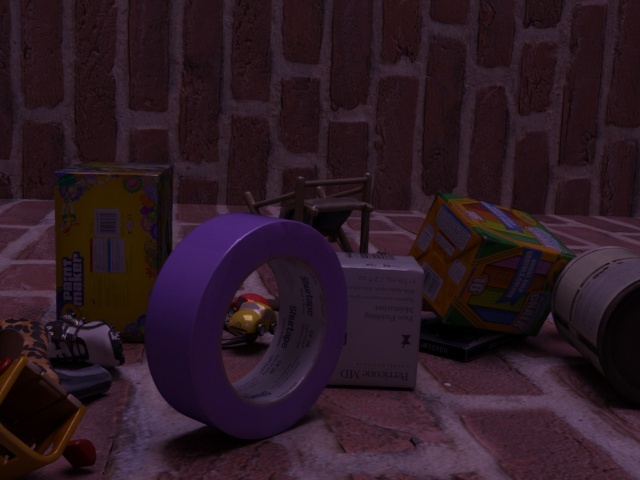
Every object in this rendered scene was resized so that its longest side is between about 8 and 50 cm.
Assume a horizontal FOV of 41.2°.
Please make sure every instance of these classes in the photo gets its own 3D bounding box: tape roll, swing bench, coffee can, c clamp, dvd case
[{"bbox_3d":[-0.086,0.105,1.075,0.090,0.275,0.274,10,11,40],"label":"tape roll"},{"bbox_3d":[0.000,0.000,1.795,0.165,0.255,0.253,-13,-2,39],"label":"swing bench"},{"bbox_3d":[0.501,0.127,1.354,0.201,0.202,0.275,3,9,0],"label":"coffee can"},{"bbox_3d":[-0.166,0.160,1.520,0.137,0.022,0.160,-2,9,-27],"label":"c clamp"},{"bbox_3d":[0.251,0.169,1.569,0.179,0.030,0.238,10,11,39],"label":"dvd case"}]

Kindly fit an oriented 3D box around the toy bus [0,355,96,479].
[{"bbox_3d":[-0.346,0.205,0.887,0.190,0.202,0.104,11,40,7],"label":"toy bus"}]

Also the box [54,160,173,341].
[{"bbox_3d":[-0.367,0.009,1.558,0.177,0.290,0.279,1,8,-4],"label":"box"}]

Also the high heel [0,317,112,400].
[{"bbox_3d":[-0.437,0.166,1.148,0.261,0.093,0.186,16,7,20],"label":"high heel"}]

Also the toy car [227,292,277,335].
[{"bbox_3d":[-0.054,0.137,1.522,0.224,0.053,0.239,9,2,-6],"label":"toy car"}]

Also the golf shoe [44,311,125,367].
[{"bbox_3d":[-0.374,0.165,1.305,0.094,0.077,0.198,-20,15,-41],"label":"golf shoe"}]

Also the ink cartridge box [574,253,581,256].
[{"bbox_3d":[0.716,0.095,1.978,0.255,0.097,0.189,3,8,-6],"label":"ink cartridge box"}]

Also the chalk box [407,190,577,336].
[{"bbox_3d":[0.330,0.049,1.552,0.288,0.179,0.180,10,25,-30],"label":"chalk box"}]

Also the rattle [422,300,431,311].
[{"bbox_3d":[0.171,0.129,1.597,0.142,0.130,0.199,38,-2,-6],"label":"rattle"}]

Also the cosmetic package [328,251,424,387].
[{"bbox_3d":[0.073,0.119,1.327,0.151,0.184,0.151,2,8,-1],"label":"cosmetic package"}]
